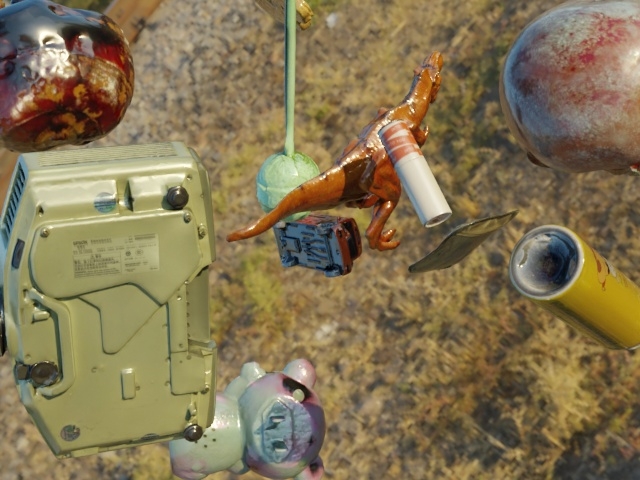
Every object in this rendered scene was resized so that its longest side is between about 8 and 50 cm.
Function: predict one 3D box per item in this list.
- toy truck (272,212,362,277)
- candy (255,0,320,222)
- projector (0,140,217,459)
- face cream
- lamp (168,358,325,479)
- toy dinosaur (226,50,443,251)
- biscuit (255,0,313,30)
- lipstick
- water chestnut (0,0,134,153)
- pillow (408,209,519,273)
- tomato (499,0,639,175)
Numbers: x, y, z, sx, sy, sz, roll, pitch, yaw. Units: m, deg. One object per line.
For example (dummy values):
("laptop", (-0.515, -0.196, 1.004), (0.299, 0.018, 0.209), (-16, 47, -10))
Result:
("toy truck", (0.000, 0.000, 1.995), (0.114, 0.107, 0.253), (-21, 17, -31))
("candy", (-0.052, -0.231, 1.601), (0.119, 0.119, 0.439), (-95, 6, -61))
("projector", (-0.184, 0.058, 0.805), (0.088, 0.194, 0.269), (-128, 36, -59))
("face cream", (0.383, 0.082, 1.333), (0.105, 0.349, 0.104), (-16, 62, 32))
("lamp", (-0.137, 0.354, 1.812), (0.247, 0.301, 0.247), (139, 128, -81))
("toy dinosaur", (0.054, -0.072, 1.266), (0.097, 0.208, 0.432), (25, 59, 26))
("biscuit", (-0.083, -0.439, 1.703), (0.036, 0.166, 0.225), (-49, 19, -3))
("lipstick", (0.111, -0.080, 1.139), (0.038, 0.038, 0.130), (-36, 69, 34))
("water chestnut", (-0.437, -0.268, 1.506), (0.289, 0.244, 0.289), (-6, 29, 4))
("pillow", (0.232, 0.005, 1.559), (0.130, 0.033, 0.217), (-16, -17, -24))
("tomato", (0.441, -0.237, 1.494), (0.317, 0.282, 0.316), (-5, 21, 2))
